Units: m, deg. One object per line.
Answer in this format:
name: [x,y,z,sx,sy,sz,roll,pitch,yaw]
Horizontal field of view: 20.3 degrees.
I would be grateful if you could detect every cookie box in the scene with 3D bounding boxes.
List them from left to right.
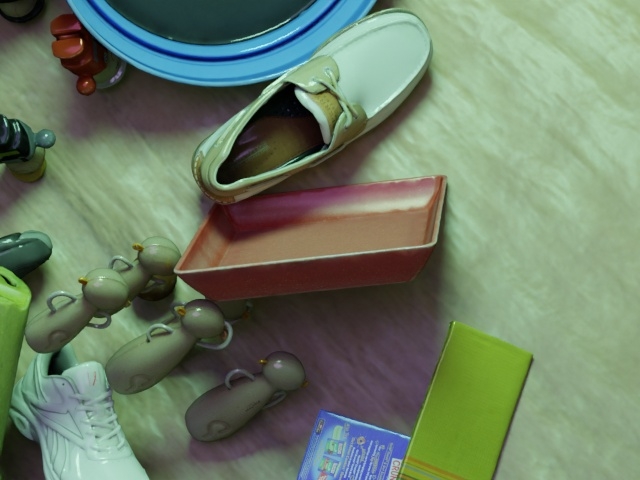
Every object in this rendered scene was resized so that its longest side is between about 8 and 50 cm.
cookie box: [0.038,0.235,1.851,0.107,0.040,0.092,16,78,14]

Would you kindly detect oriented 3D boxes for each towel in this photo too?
towel: [0.138,0.209,1.833,0.102,0.021,0.237,24,78,-19]

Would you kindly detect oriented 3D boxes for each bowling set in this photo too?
bowling set: [-0.158,0.059,1.850,0.154,0.287,0.200,-35,41,30]

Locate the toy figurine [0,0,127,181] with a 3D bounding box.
toy figurine: [-0.346,-0.195,1.988,0.213,0.148,0.209,37,90,15]

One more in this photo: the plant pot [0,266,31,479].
plant pot: [-0.413,0.140,1.800,0.276,0.276,0.254,23,100,15]

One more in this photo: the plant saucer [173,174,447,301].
plant saucer: [0.000,0.000,1.837,0.259,0.258,0.048,-7,106,9]

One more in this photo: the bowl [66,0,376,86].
bowl: [-0.106,-0.359,1.900,0.391,0.077,0.391,-5,112,-13]

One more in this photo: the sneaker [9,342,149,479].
sneaker: [-0.245,0.186,1.842,0.232,0.090,0.115,42,123,36]

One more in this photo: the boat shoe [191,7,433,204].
boat shoe: [-0.001,-0.137,1.904,0.302,0.103,0.113,-39,100,-2]

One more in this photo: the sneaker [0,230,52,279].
sneaker: [-0.401,0.079,1.959,0.267,0.101,0.106,-29,90,5]
